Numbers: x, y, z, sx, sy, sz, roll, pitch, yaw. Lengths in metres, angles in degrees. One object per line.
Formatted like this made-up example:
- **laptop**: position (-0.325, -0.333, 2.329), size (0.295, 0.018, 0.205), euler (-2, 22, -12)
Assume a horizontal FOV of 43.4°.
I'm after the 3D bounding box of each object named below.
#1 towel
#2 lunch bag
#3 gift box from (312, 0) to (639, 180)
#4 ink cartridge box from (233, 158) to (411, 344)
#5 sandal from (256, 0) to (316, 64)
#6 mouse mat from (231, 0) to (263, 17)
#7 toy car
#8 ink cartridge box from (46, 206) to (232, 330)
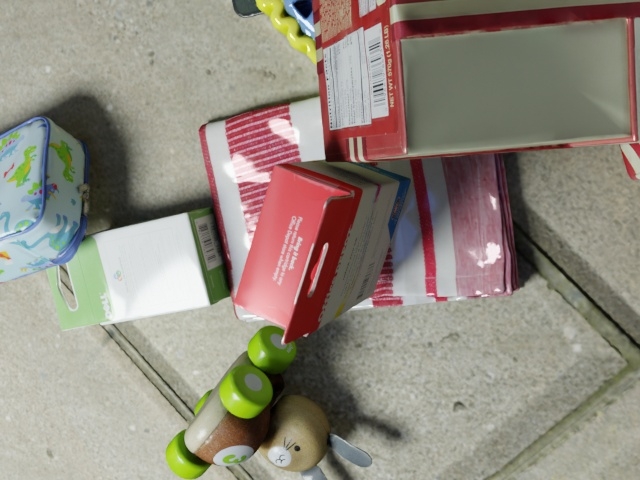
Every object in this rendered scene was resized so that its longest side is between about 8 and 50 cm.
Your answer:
- **towel**: position (0.033, -0.040, 0.859), size (0.329, 0.037, 0.237), euler (-8, 96, 21)
- **lunch bag**: position (-0.374, -0.040, 0.945), size (0.219, 0.090, 0.176), euler (-20, 57, 20)
- **gift box**: position (0.149, -0.170, 0.639), size (0.258, 0.276, 0.255), euler (-7, 101, -15)
- **ink cartridge box**: position (0.000, 0.000, 0.734), size (0.078, 0.231, 0.134), euler (22, 104, 18)
- **sandal**: position (-0.020, -0.303, 0.782), size (0.138, 0.126, 0.317), euler (-32, 90, 18)
- **mouse mat**: position (-0.042, -0.344, 0.848), size (0.152, 0.007, 0.190), euler (-9, 95, 21)
- **toy car**: position (-0.044, 0.219, 0.886), size (0.188, 0.149, 0.155), euler (38, 122, -3)
- **ink cartridge box**: position (-0.217, 0.035, 0.946), size (0.209, 0.062, 0.109), euler (-11, 95, 21)
